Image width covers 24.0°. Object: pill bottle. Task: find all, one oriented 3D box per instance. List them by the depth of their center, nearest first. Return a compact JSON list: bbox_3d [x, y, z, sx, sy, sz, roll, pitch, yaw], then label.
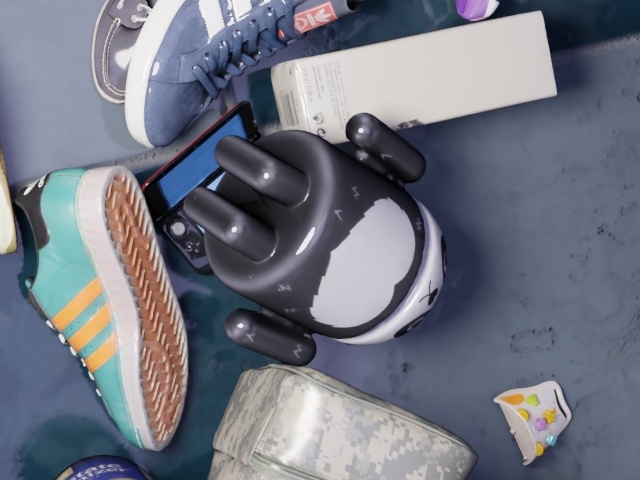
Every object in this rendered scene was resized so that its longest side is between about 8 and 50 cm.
[{"bbox_3d":[-0.203,0.272,1.438,0.122,0.219,0.123,-1,92,-16],"label":"pill bottle"}]

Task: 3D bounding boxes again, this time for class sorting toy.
[{"bbox_3d":[0.243,0.193,1.660,0.075,0.045,0.083,-31,100,-32],"label":"sorting toy"}]

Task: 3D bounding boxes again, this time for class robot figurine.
[{"bbox_3d":[0.002,-0.001,1.463,0.278,0.209,0.174,30,41,-42],"label":"robot figurine"}]

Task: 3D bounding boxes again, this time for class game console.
[{"bbox_3d":[-0.098,-0.051,1.526,0.144,0.085,0.124,-41,101,-10],"label":"game console"}]

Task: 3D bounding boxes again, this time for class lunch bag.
[{"bbox_3d":[-0.009,0.270,1.455,0.212,0.305,0.256,26,82,-12],"label":"lunch bag"}]

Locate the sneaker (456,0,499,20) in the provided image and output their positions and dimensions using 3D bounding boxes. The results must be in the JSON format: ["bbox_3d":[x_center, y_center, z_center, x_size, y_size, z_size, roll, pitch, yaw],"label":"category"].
[{"bbox_3d":[0.132,-0.342,1.563,0.104,0.095,0.236,-13,111,-12],"label":"sneaker"}]

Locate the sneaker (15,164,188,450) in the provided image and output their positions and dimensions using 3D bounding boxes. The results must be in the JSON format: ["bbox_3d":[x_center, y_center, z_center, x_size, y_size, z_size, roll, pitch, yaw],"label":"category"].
[{"bbox_3d":[-0.218,0.068,1.497,0.121,0.108,0.302,-1,111,25],"label":"sneaker"}]

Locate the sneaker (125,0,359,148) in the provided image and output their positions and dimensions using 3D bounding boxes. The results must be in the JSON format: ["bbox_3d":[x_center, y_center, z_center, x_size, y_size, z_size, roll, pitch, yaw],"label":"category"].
[{"bbox_3d":[-0.055,-0.226,1.486,0.148,0.131,0.350,30,84,18],"label":"sneaker"}]

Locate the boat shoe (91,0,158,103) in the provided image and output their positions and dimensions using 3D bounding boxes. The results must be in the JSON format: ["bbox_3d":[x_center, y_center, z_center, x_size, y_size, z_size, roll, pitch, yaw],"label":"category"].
[{"bbox_3d":[-0.174,-0.237,1.508,0.075,0.065,0.206,22,86,-15],"label":"boat shoe"}]

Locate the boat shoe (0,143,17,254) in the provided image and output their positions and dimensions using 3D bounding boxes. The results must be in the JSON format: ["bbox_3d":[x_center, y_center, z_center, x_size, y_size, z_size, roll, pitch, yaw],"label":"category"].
[{"bbox_3d":[-0.349,-0.089,1.457,0.073,0.080,0.224,-16,101,-20],"label":"boat shoe"}]

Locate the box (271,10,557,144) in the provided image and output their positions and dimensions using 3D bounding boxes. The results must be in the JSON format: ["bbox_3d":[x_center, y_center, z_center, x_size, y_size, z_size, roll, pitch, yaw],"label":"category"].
[{"bbox_3d":[0.096,-0.165,1.564,0.275,0.113,0.094,-13,96,-14],"label":"box"}]
